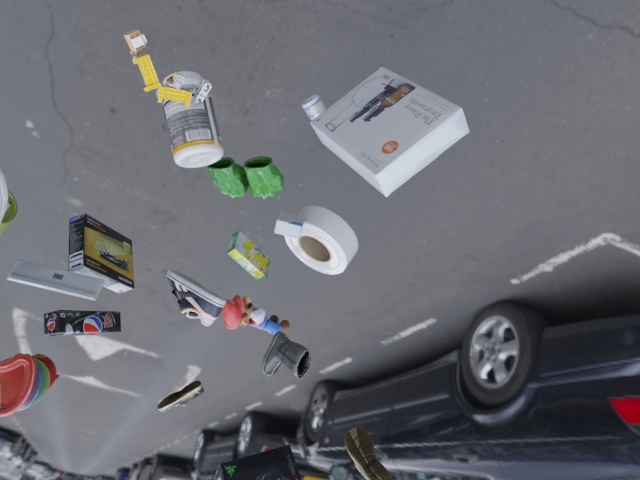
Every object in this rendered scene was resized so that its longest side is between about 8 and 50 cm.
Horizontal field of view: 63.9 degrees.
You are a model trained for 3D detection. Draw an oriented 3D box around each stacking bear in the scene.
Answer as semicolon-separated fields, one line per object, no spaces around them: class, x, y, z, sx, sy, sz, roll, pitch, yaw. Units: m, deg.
stacking bear;-0.869;0.406;1.503;0.175;0.164;0.289;-4;173;-8

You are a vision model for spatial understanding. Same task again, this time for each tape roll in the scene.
tape roll;0.000;0.000;1.988;0.286;0.100;0.286;26;148;18

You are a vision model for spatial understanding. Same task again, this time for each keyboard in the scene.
keyboard;-0.775;0.115;1.509;0.256;0.072;0.014;15;137;-6

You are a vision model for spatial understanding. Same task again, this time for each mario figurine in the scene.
mario figurine;-0.269;0.300;2.152;0.198;0.170;0.320;-28;142;31

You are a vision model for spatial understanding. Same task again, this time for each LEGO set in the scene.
LEGO set;-0.464;-0.483;1.480;0.287;0.107;0.132;29;103;-44

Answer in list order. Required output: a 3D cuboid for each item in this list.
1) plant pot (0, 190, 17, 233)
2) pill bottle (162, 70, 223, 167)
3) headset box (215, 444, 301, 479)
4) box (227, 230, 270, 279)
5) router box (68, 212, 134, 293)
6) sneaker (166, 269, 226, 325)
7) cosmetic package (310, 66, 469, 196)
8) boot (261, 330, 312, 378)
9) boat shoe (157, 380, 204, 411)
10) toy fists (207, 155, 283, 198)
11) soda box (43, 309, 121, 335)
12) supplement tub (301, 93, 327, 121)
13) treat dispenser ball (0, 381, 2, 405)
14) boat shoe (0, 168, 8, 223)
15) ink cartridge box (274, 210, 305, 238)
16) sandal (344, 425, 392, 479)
plant pot;-1.185;-0.083;1.742;0.293;0.275;0.275;-15;141;23
pill bottle;-0.418;-0.390;1.663;0.162;0.278;0.162;-14;171;-2
headset box;-0.212;0.876;1.769;0.283;0.246;0.131;-5;140;-25
box;-0.249;0.059;1.824;0.043;0.105;0.179;-30;122;25
router box;-0.905;0.060;2.135;0.081;0.243;0.309;-19;154;11
sneaker;-0.505;0.218;1.974;0.321;0.127;0.126;25;177;38
cosmetic package;0.178;-0.318;1.438;0.284;0.377;0.097;-40;134;-1
boot;-0.117;0.433;1.811;0.076;0.190;0.208;9;-170;-40
boat shoe;-0.446;0.511;1.652;0.056;0.152;0.049;38;152;63
toy fists;-0.259;-0.220;1.809;0.279;0.096;0.142;2;133;22
soda box;-0.562;0.197;1.223;0.060;0.053;0.169;-15;165;28
supplement tub;-0.009;-0.438;1.760;0.071;0.071;0.107;-16;121;38
treat dispenser ball;-0.834;0.342;1.073;0.288;0.288;0.288;8;149;5
boat shoe;-0.651;-0.046;0.961;0.079;0.081;0.227;19;109;0
ink cartridge box;-0.108;-0.058;1.817;0.088;0.122;0.052;14;111;0
sandal;0.117;0.564;1.311;0.072;0.180;0.049;-17;144;-28
